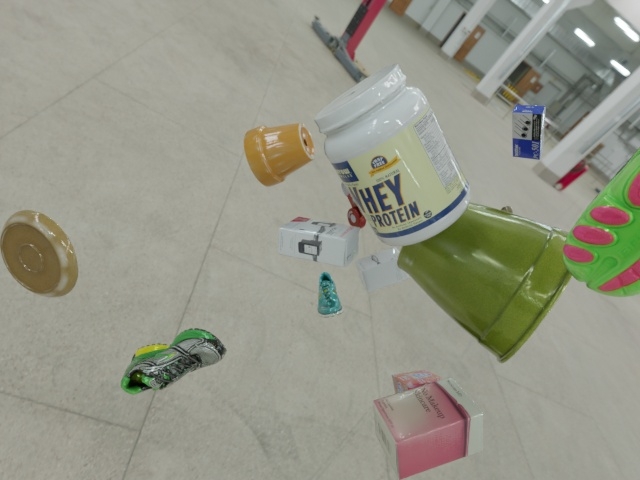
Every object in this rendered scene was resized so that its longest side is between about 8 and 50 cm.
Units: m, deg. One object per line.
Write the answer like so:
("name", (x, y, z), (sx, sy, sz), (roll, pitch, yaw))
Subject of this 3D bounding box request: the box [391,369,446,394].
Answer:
("box", (0.330, 0.511, 1.364), (0.128, 0.257, 0.123), (-8, 80, -3))

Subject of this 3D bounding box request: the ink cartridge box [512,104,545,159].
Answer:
("ink cartridge box", (0.739, -0.382, 1.464), (0.097, 0.046, 0.207), (17, -27, 36))

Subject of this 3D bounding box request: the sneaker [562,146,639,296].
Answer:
("sneaker", (0.548, -0.127, 0.586), (0.185, 0.483, 0.202), (45, 35, 15))

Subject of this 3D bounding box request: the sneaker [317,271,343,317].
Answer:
("sneaker", (0.026, 0.222, 1.670), (0.106, 0.110, 0.275), (-13, 22, -1))

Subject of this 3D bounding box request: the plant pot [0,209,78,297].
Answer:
("plant pot", (-0.714, 0.041, 1.030), (0.236, 0.236, 0.032), (39, 24, 1))

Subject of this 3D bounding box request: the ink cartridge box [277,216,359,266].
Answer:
("ink cartridge box", (0.000, 0.000, 0.879), (0.150, 0.063, 0.109), (10, 19, 18))

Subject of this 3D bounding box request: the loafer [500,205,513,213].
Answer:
("loafer", (0.624, -0.053, 1.435), (0.050, 0.148, 0.056), (18, 1, -10))

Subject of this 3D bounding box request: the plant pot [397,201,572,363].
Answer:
("plant pot", (0.407, 0.059, 1.072), (0.353, 0.367, 0.366), (34, 29, 20))

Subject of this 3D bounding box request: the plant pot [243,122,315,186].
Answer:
("plant pot", (-0.127, -0.308, 1.403), (0.205, 0.187, 0.205), (-15, 90, -69))

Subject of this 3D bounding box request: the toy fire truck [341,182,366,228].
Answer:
("toy fire truck", (0.200, -0.208, 1.781), (0.169, 0.302, 0.254), (-21, 78, -25))

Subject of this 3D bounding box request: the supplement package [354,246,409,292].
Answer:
("supplement package", (0.244, 0.115, 1.634), (0.105, 0.179, 0.105), (-121, -167, -65))

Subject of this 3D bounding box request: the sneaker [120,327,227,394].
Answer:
("sneaker", (-0.428, 0.372, 1.210), (0.134, 0.343, 0.146), (60, 17, -24))

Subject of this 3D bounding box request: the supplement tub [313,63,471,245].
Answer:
("supplement tub", (0.154, -0.177, 0.888), (0.325, 0.235, 0.235), (55, 27, -20))

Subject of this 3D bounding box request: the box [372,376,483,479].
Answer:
("box", (0.266, 0.464, 1.034), (0.232, 0.127, 0.148), (-13, 22, -12))
